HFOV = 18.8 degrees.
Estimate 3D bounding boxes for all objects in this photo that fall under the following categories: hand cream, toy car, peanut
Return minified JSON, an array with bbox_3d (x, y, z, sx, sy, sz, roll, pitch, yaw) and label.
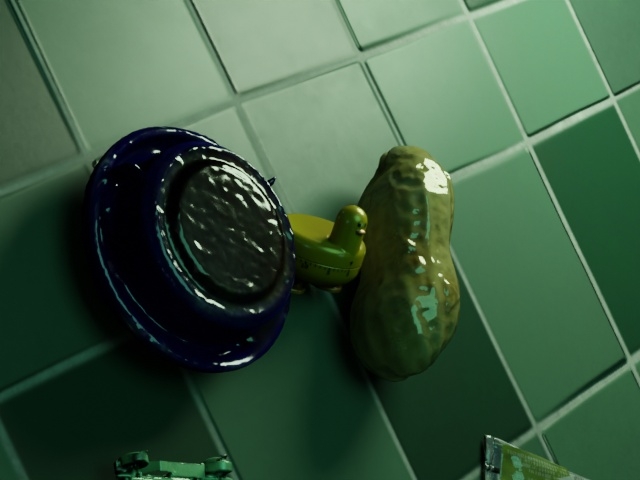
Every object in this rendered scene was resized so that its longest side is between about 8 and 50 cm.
[{"bbox_3d":[0.283,0.302,2.310,0.235,0.055,0.086,21,54,-31],"label":"hand cream"},{"bbox_3d":[-0.142,0.245,1.866,0.143,0.054,0.073,9,66,-43],"label":"toy car"},{"bbox_3d":[0.098,0.023,2.183,0.130,0.130,0.290,24,56,-38],"label":"peanut"}]

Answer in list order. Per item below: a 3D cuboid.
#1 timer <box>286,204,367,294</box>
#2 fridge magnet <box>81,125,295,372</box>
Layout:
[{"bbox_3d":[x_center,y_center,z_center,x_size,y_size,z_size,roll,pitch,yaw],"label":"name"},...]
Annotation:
[{"bbox_3d":[0.000,0.000,2.095,0.107,0.107,0.109,0,115,-47],"label":"timer"},{"bbox_3d":[-0.125,0.005,1.957,0.265,0.112,0.266,22,56,-37],"label":"fridge magnet"}]
